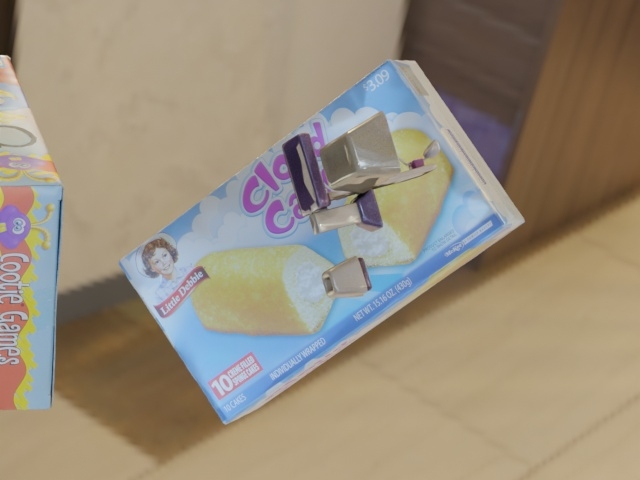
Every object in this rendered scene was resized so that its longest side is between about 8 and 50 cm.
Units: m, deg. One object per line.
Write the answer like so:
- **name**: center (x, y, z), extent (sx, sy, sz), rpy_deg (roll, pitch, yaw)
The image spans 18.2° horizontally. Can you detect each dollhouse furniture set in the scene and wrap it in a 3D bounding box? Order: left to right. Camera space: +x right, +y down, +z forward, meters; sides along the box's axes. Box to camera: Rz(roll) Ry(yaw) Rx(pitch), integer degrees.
- **dollhouse furniture set**: center (0.044, -0.026, 1.034), extent (0.081, 0.091, 0.114), rpy_deg (-15, -4, -19)

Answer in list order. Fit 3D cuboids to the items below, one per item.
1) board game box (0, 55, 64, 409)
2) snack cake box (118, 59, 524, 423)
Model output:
- **board game box**: center (-0.251, -0.013, 1.239), extent (0.142, 0.144, 0.275), rpy_deg (0, 20, -16)
- **snack cake box**: center (0.000, 0.000, 1.498), extent (0.152, 0.264, 0.089), rpy_deg (55, 15, 6)
